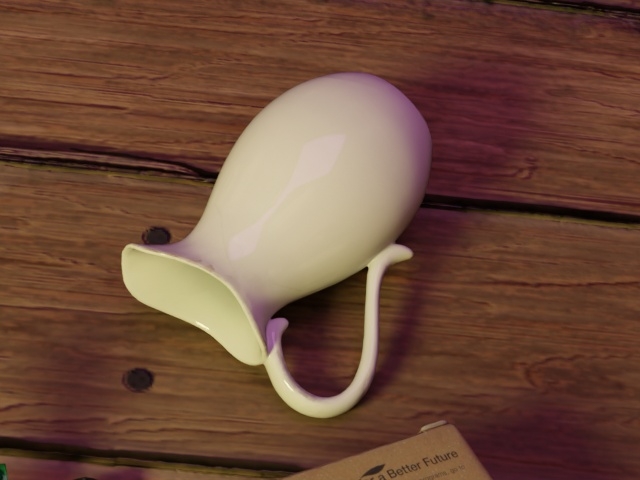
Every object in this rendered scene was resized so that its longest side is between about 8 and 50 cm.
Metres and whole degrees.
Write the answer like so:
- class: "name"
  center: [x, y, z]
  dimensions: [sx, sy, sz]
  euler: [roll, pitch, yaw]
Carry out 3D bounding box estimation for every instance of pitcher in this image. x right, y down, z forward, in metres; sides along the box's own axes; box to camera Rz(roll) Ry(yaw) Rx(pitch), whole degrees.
- class: "pitcher"
  center: [0.000, 0.000, 1.000]
  dimensions: [0.178, 0.125, 0.207]
  euler: [43, 63, 2]

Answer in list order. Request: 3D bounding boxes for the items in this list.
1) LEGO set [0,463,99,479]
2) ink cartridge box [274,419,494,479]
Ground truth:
- class: "LEGO set"
  center: [-0.206, 0.186, 0.792]
  dimensions: [0.182, 0.060, 0.244]
  euler: [51, 40, -18]
- class: "ink cartridge box"
  center: [0.015, 0.219, 0.793]
  dimensions: [0.234, 0.088, 0.193]
  euler: [-14, 50, -28]
